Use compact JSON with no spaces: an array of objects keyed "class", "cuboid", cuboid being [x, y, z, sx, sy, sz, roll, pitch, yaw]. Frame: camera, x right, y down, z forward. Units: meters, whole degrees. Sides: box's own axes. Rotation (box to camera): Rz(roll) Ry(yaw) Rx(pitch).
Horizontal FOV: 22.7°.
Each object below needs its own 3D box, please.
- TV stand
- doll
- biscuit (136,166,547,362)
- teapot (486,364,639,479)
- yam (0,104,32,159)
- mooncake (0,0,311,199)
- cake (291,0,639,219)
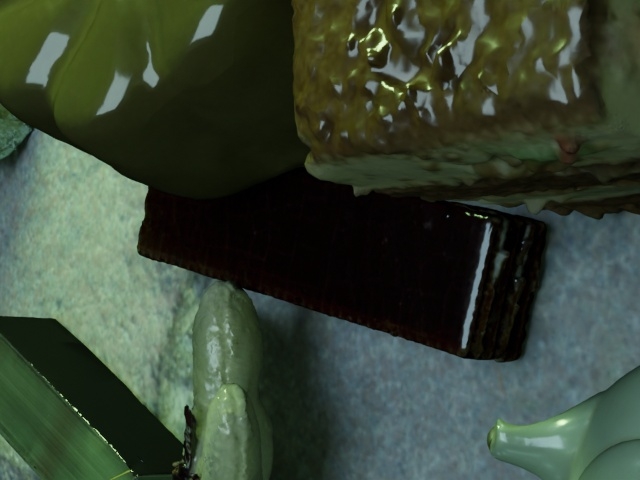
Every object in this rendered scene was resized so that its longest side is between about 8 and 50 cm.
[{"class":"TV stand","cuboid":[-0.216,0.166,1.427,0.269,0.088,0.082,38,110,39]},{"class":"doll","cuboid":[-0.083,0.176,1.252,0.149,0.175,0.278,-12,70,24]},{"class":"biscuit","cuboid":[0.000,0.000,1.250,0.388,0.073,0.107,15,95,44]},{"class":"teapot","cuboid":[0.236,0.226,0.957,0.220,0.149,0.318,-15,91,56]},{"class":"yam","cuboid":[-0.410,-0.161,1.604,0.254,0.154,0.154,24,103,39]},{"class":"mooncake","cuboid":[-0.102,-0.225,1.233,0.378,0.201,0.378,-17,63,36]},{"class":"cake","cuboid":[0.155,-0.159,0.975,0.256,0.290,0.282,-6,79,41]}]
